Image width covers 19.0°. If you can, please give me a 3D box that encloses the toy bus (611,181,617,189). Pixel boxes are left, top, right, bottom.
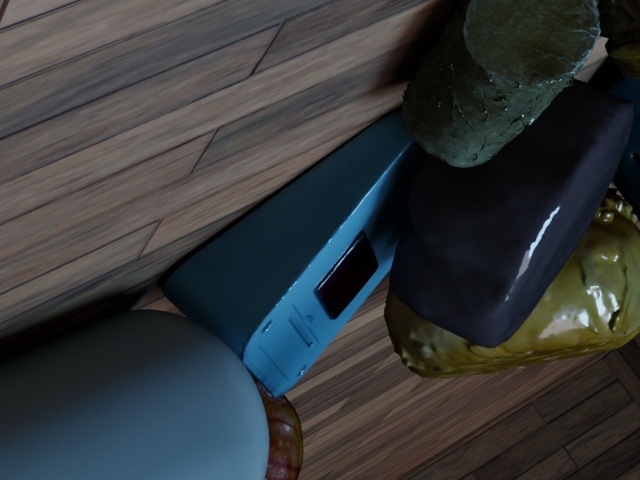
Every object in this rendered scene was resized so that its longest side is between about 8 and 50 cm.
[{"bbox_3d":[0.398,-0.103,2.240,0.172,0.072,0.057,-24,159,-44],"label":"toy bus"}]

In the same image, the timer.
[{"bbox_3d":[0.000,0.000,1.601,0.250,0.091,0.232,-47,164,-6],"label":"timer"}]

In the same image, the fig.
[{"bbox_3d":[-0.115,0.193,1.835,0.175,0.175,0.207,-36,142,4],"label":"fig"}]

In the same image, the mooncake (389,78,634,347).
[{"bbox_3d":[0.158,-0.032,1.581,0.245,0.133,0.245,-59,166,-25],"label":"mooncake"}]

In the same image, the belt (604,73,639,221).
[{"bbox_3d":[0.424,-0.152,1.886,0.300,0.173,0.436,-33,168,-18],"label":"belt"}]

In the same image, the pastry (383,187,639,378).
[{"bbox_3d":[0.200,0.033,1.936,0.284,0.184,0.316,-13,171,12],"label":"pastry"}]

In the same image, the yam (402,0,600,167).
[{"bbox_3d":[0.123,-0.121,1.392,0.107,0.107,0.183,-29,167,-27],"label":"yam"}]

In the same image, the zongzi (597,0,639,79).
[{"bbox_3d":[0.372,-0.157,1.460,0.134,0.288,0.286,-13,156,-46],"label":"zongzi"}]

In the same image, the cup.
[{"bbox_3d":[-0.194,0.181,1.422,0.312,0.205,0.205,-24,163,-44],"label":"cup"}]
